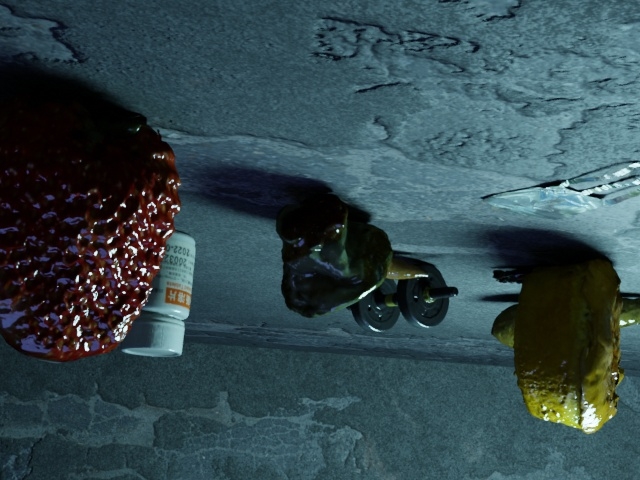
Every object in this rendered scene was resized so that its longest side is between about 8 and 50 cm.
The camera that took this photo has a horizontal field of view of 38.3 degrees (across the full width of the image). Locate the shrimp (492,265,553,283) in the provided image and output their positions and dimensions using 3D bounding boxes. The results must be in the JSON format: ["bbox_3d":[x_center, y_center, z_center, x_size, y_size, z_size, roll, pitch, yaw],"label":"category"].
[{"bbox_3d":[0.448,0.078,1.958,0.161,0.034,0.091,-5,163,27],"label":"shrimp"}]

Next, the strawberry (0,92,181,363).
[{"bbox_3d":[-0.353,-0.011,1.243,0.312,0.351,0.267,10,174,-42],"label":"strawberry"}]

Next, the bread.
[{"bbox_3d":[0.502,0.206,1.853,0.204,0.337,0.358,6,161,26],"label":"bread"}]

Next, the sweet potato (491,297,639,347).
[{"bbox_3d":[0.595,0.187,2.184,0.423,0.130,0.130,-13,159,28],"label":"sweet potato"}]

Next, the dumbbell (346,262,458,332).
[{"bbox_3d":[0.173,0.128,2.026,0.143,0.143,0.325,16,162,-39],"label":"dumbbell"}]

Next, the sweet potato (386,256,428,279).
[{"bbox_3d":[0.094,0.039,1.871,0.281,0.059,0.067,14,145,-35],"label":"sweet potato"}]

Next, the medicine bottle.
[{"bbox_3d":[-0.339,0.109,1.901,0.144,0.252,0.144,6,164,2],"label":"medicine bottle"}]

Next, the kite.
[{"bbox_3d":[0.394,-0.071,1.430,0.169,0.015,0.310,12,165,-24],"label":"kite"}]

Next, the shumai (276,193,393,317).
[{"bbox_3d":[0.000,0.000,1.634,0.203,0.222,0.272,57,164,-14],"label":"shumai"}]
